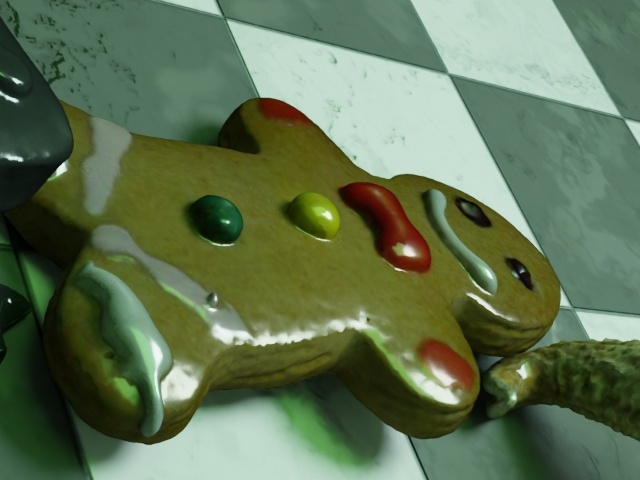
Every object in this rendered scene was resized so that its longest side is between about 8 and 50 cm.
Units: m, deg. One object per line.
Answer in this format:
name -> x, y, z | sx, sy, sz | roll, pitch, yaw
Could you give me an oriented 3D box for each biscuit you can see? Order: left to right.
biscuit -> 0.001, -0.001, 0.953 | 0.432, 0.064, 0.283 | 4, 44, -39

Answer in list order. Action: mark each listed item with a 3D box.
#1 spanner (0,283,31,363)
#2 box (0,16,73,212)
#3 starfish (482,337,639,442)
spanner -> -0.211, 0.065, 0.743 | 0.046, 0.012, 0.208 | 47, 34, 6
box -> -0.271, -0.120, 0.647 | 0.289, 0.073, 0.290 | 53, 29, 17
starfish -> 0.257, 0.176, 0.883 | 0.432, 0.324, 0.082 | -101, 173, -49
